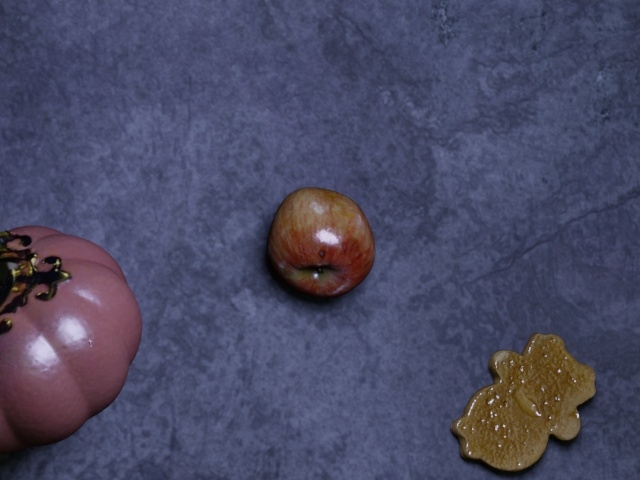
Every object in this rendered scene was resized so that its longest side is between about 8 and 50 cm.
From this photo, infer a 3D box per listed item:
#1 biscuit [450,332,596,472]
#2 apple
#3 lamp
[{"bbox_3d":[0.286,0.236,2.115,0.166,0.036,0.225,44,72,-3],"label":"biscuit"},{"bbox_3d":[0.000,0.000,2.023,0.146,0.146,0.131,18,45,-13],"label":"apple"},{"bbox_3d":[-0.361,0.130,1.824,0.305,0.305,0.239,-39,136,-21],"label":"lamp"}]
